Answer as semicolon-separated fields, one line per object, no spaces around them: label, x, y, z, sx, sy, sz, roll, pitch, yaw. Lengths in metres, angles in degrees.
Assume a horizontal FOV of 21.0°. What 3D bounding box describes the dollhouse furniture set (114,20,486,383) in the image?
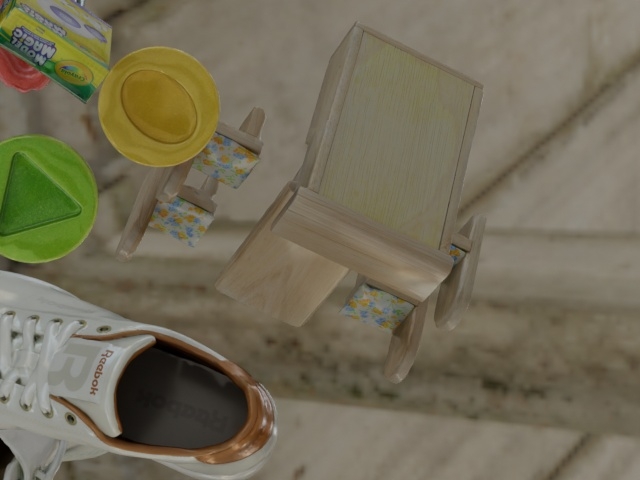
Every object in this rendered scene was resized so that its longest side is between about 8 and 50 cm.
dollhouse furniture set;0.000;0.000;1.865;0.362;0.394;0.256;25;-130;-12

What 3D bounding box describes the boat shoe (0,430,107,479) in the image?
boat shoe;-0.276;0.180;1.444;0.367;0.136;0.156;15;-138;-52

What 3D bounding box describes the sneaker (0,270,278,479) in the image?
sneaker;-0.164;0.072;1.080;0.123;0.290;0.106;99;-175;-75

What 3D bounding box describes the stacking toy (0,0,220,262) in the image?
stacking toy;-0.285;-0.147;1.759;0.309;0.130;0.279;41;-82;-10

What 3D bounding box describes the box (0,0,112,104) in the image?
box;-0.245;-0.187;1.580;0.105;0.179;0.043;34;-73;-18
